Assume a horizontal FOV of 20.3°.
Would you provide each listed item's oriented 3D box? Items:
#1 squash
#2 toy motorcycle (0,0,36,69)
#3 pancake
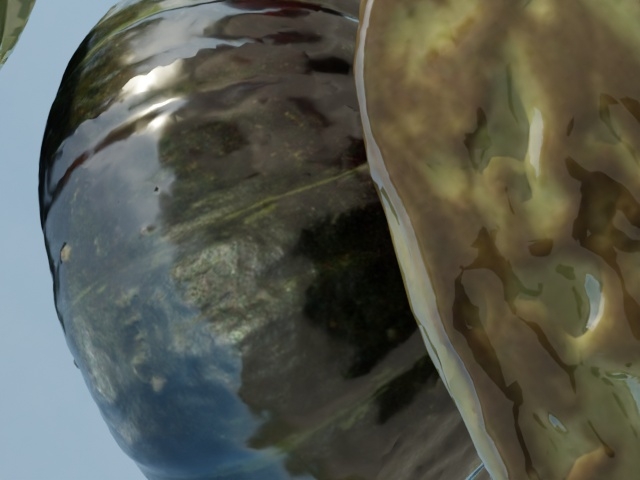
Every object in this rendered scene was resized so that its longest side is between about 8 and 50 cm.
[{"bbox_3d":[-0.005,0.003,0.557,0.193,0.156,0.193,25,-125,-41],"label":"squash"},{"bbox_3d":[-0.202,-0.135,0.685,0.410,0.168,0.237,81,-170,-47],"label":"toy motorcycle"},{"bbox_3d":[0.133,-0.013,0.350,0.031,0.250,0.250,147,114,-79],"label":"pancake"}]
